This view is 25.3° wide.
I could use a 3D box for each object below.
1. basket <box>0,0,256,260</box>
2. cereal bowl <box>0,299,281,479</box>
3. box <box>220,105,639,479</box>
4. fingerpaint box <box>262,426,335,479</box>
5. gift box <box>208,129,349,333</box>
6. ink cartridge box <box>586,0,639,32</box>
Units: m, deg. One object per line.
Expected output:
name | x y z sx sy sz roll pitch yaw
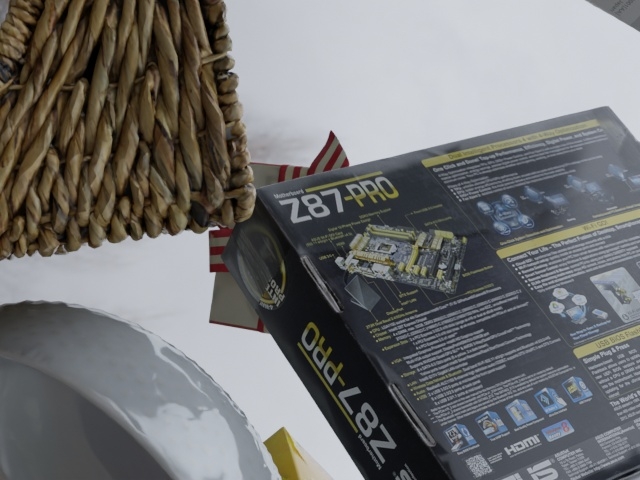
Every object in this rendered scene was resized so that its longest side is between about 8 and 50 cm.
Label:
basket | -0.184 -0.098 0.993 0.299 0.223 0.213 -174 -106 -80
cereal bowl | -0.152 0.182 1.036 0.339 0.141 0.339 20 -51 26
box | 0.168 0.060 1.110 0.318 0.395 0.097 56 -40 24
fingerpaint box | 0.054 0.441 1.373 0.371 0.163 0.445 48 7 -21
gift box | 0.000 0.000 1.908 0.255 0.258 0.276 1 -93 35
ink cartridge box | 0.243 -0.314 1.110 0.296 0.261 0.066 -46 -157 52
